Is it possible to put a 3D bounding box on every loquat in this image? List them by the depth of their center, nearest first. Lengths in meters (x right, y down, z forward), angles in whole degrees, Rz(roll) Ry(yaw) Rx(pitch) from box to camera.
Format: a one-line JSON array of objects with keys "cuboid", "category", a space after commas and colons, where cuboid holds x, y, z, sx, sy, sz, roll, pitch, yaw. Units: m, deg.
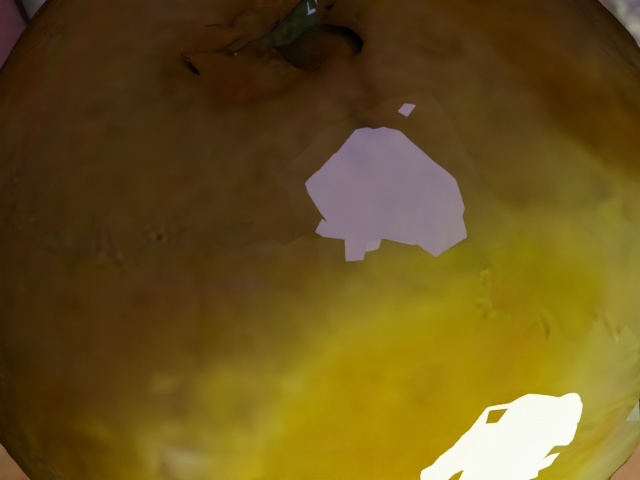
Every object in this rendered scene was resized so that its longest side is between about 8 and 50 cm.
[{"cuboid": [0.000, 0.000, 0.653, 0.263, 0.263, 0.263, 5, 74, -18], "category": "loquat"}]
